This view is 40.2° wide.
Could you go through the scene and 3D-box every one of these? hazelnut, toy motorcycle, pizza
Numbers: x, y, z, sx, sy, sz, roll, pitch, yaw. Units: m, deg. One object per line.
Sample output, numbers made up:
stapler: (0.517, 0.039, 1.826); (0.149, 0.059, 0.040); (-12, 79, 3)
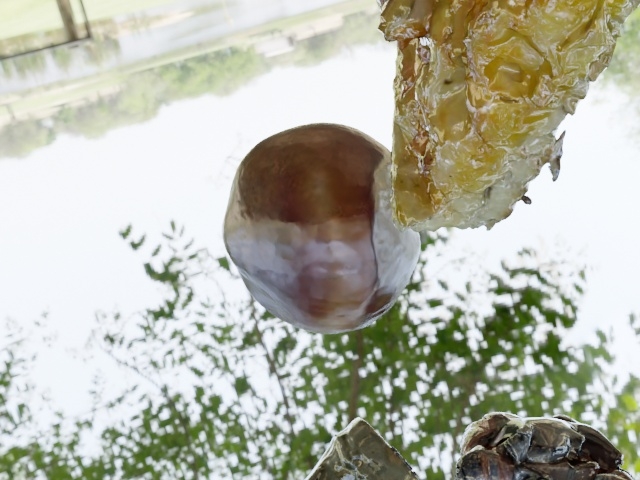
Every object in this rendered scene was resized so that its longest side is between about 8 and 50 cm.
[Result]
hazelnut: (0.000, 0.000, 0.786); (0.178, 0.204, 0.178); (-2, -123, 3)
toy motorcycle: (0.287, 0.280, 0.932); (0.207, 0.134, 0.401); (6, -167, -39)
pizza: (0.075, -0.152, 0.341); (0.086, 0.335, 0.226); (8, -163, -6)

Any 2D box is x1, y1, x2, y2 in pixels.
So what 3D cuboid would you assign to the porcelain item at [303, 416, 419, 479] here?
porcelain item: (-0.020, 0.242, 0.706); (0.216, 0.081, 0.069); (-41, 173, -10)
